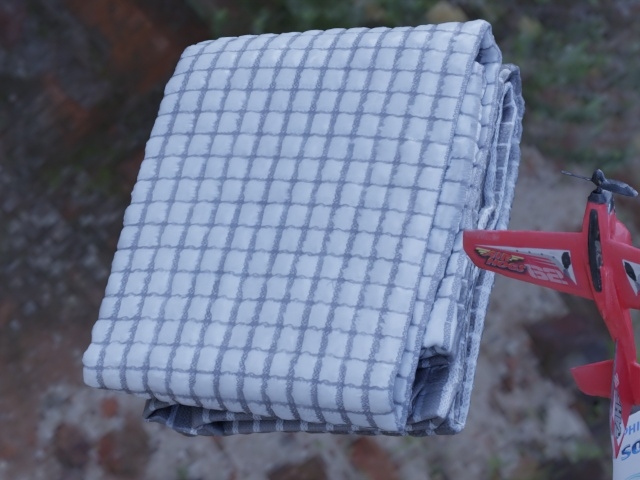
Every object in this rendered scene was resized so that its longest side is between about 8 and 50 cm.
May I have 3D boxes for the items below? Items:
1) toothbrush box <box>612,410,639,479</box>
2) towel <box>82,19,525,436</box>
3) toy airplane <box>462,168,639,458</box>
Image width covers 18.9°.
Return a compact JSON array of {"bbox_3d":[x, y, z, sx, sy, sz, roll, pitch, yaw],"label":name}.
[{"bbox_3d":[0.334,0.278,1.433,0.216,0.126,0.295,26,51,-25],"label":"toothbrush box"},{"bbox_3d":[0.000,0.000,1.260,0.121,0.235,0.284,52,45,-54],"label":"towel"},{"bbox_3d":[0.139,0.034,0.894,0.151,0.151,0.028,53,49,0],"label":"toy airplane"}]
